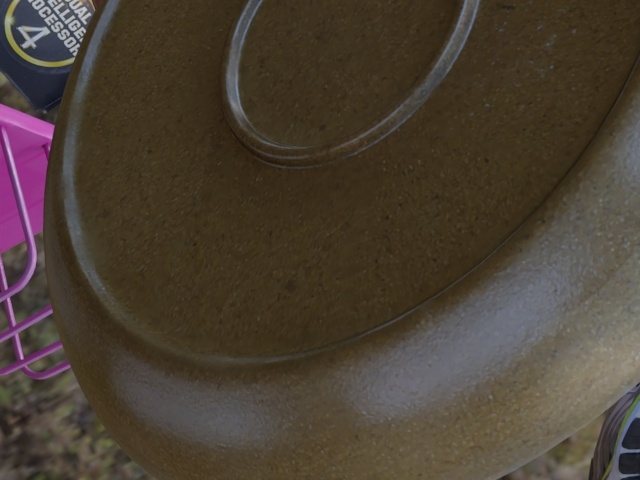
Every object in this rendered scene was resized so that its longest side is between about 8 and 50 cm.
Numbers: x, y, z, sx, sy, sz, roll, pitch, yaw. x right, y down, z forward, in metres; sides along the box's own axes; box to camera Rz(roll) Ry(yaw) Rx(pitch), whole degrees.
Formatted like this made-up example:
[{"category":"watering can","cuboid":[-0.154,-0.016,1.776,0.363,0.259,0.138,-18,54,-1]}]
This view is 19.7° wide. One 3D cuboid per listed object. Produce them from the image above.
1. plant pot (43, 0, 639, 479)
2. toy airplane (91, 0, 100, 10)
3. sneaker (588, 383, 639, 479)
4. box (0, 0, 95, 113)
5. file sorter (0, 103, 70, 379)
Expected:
[{"category":"plant pot","cuboid":[0.013,-0.047,0.456,0.032,0.236,0.236,37,48,-44]},{"category":"toy airplane","cuboid":[-0.113,-0.160,0.887,0.028,0.151,0.151,-20,82,-9]},{"category":"sneaker","cuboid":[0.229,0.118,1.188,0.111,0.300,0.121,12,51,-7]},{"category":"box","cuboid":[-0.258,-0.295,1.135,0.318,0.097,0.395,50,8,-34]},{"category":"file sorter","cuboid":[-0.312,0.010,1.738,0.290,0.202,0.182,22,47,-57]}]
